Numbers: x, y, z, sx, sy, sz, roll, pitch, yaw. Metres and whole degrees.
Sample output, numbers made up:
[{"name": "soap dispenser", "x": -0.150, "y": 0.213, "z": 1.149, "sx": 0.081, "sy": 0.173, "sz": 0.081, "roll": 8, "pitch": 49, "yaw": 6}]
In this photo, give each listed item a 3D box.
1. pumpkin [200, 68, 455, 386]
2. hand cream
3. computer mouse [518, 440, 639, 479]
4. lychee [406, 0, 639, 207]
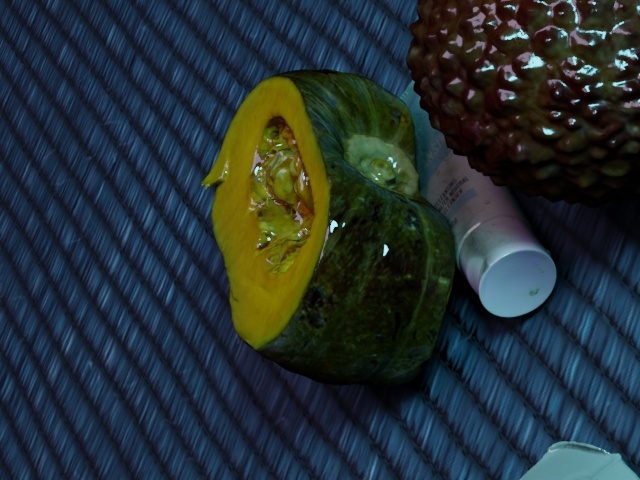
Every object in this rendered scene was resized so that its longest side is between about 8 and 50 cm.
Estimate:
[{"name": "pumpkin", "x": 0.000, "y": 0.000, "z": 1.675, "sx": 0.222, "sy": 0.139, "sz": 0.317, "roll": -58, "pitch": 33, "yaw": 32}, {"name": "hand cream", "x": 0.115, "y": -0.054, "z": 1.664, "sx": 0.111, "sy": 0.070, "sz": 0.312, "roll": -57, "pitch": 33, "yaw": 20}, {"name": "computer mouse", "x": 0.151, "y": 0.250, "z": 1.420, "sx": 0.128, "sy": 0.079, "sz": 0.231, "roll": 28, "pitch": 85, "yaw": 50}, {"name": "lychee", "x": 0.214, "y": -0.157, "z": 1.468, "sx": 0.300, "sy": 0.264, "sz": 0.264, "roll": -7, "pitch": 53, "yaw": 3}]
